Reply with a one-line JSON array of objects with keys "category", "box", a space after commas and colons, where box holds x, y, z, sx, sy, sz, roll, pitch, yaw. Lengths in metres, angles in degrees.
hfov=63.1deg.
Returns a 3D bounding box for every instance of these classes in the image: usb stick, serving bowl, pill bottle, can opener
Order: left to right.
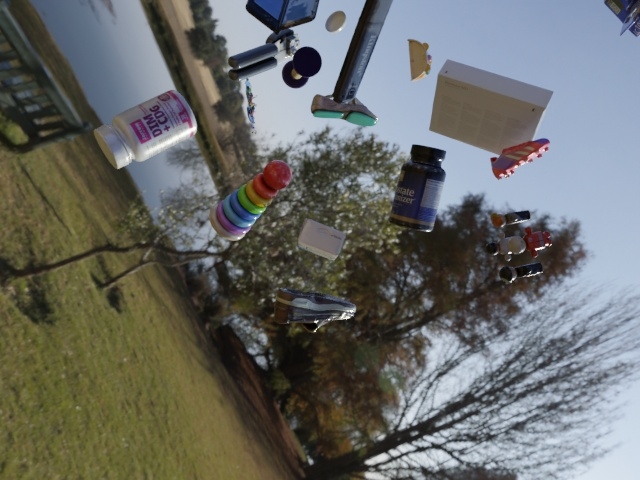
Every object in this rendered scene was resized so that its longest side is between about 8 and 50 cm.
[{"category": "pill bottle", "box": [-0.553, -0.350, 1.657, 0.160, 0.283, 0.160, 43, -26, 27]}, {"category": "can opener", "box": [-0.161, -0.532, 1.498, 0.093, 0.280, 0.074, 31, -41, 23]}, {"category": "serving bowl", "box": [0.058, -0.756, 1.816, 0.027, 0.083, 0.083, 27, 31, -53]}, {"category": "usb stick", "box": [0.094, -0.439, 1.177, 0.045, 0.077, 0.278, 38, -48, 17]}, {"category": "pill bottle", "box": [0.266, -0.141, 1.402, 0.123, 0.123, 0.219, -133, -126, -76]}]

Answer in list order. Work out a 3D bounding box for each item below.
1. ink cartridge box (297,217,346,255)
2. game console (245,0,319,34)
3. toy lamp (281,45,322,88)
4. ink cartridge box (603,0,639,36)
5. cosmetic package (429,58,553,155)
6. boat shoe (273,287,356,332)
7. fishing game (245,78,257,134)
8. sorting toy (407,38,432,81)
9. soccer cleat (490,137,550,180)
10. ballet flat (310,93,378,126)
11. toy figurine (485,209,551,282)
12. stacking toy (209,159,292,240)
[{"category": "ink cartridge box", "box": [0.000, 0.000, 1.815, 0.203, 0.148, 0.086, 103, 9, -83]}, {"category": "game console", "box": [-0.075, -0.511, 1.096, 0.124, 0.085, 0.144, 30, 47, -26]}, {"category": "toy lamp", "box": [-0.055, -0.441, 1.345, 0.274, 0.080, 0.080, -139, -154, -77]}, {"category": "ink cartridge box", "box": [0.889, -0.685, 1.275, 0.151, 0.395, 0.270, 52, 10, 7]}, {"category": "cosmetic package", "box": [0.593, -0.459, 1.867, 0.377, 0.097, 0.284, 24, -24, 17]}, {"category": "boat shoe", "box": [-0.018, 0.184, 1.324, 0.095, 0.257, 0.095, 18, -88, 51]}, {"category": "fishing game", "box": [-0.275, -0.563, 2.098, 0.189, 0.041, 0.264, -101, -175, -82]}, {"category": "sorting toy", "box": [0.215, -0.375, 1.086, 0.075, 0.045, 0.083, -21, 107, -61]}, {"category": "soccer cleat", "box": [0.666, -0.291, 1.764, 0.095, 0.083, 0.248, 69, -25, 12]}, {"category": "ballet flat", "box": [0.109, -0.568, 2.229, 0.107, 0.316, 0.106, -25, -116, 61]}, {"category": "toy figurine", "box": [0.669, 0.016, 1.802, 0.209, 0.148, 0.213, -110, -169, -46]}, {"category": "stacking toy", "box": [-0.209, -0.139, 1.654, 0.141, 0.330, 0.141, 32, 38, -28]}]
